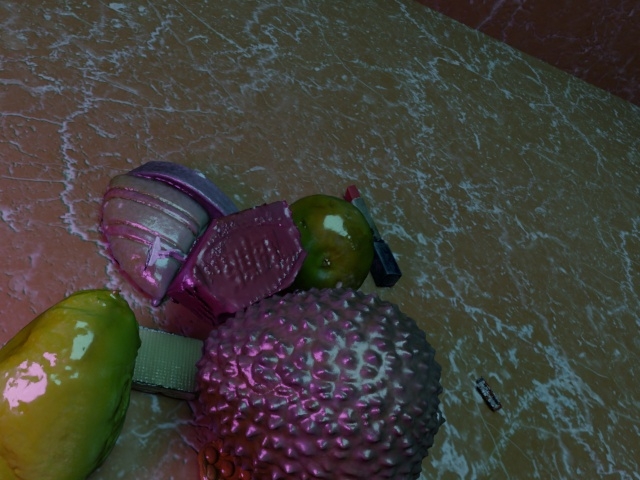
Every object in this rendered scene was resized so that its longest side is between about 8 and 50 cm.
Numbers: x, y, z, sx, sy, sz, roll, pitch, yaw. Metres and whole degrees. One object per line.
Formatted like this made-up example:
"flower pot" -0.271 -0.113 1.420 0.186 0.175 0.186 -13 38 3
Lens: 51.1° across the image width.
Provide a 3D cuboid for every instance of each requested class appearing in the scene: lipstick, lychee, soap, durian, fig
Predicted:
"lipstick" 0.120 -0.020 1.702 0.051 0.051 0.312 3 47 -31
"lychee" 0.004 0.257 1.111 0.433 0.380 0.380 14 44 -11
"soap" -0.154 0.047 1.239 0.289 0.112 0.182 -22 80 -44
"durian" -0.383 0.227 0.973 0.205 0.339 0.256 19 14 11
"fig" -0.016 -0.002 1.502 0.233 0.233 0.314 4 21 -32

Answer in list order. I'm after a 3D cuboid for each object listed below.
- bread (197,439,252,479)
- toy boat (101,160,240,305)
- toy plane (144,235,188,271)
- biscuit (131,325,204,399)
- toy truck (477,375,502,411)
"bread" -0.159 0.386 1.132 0.110 0.024 0.110 22 41 -21
"toy boat" -0.325 -0.050 1.385 0.276 0.111 0.293 42 44 7
"toy plane" -0.197 0.049 1.324 0.273 0.107 0.181 45 52 -33
"biscuit" -0.310 0.210 1.191 0.200 0.040 0.121 17 46 -18
"toy truck" 0.386 0.351 1.536 0.032 0.024 0.083 9 44 -59
